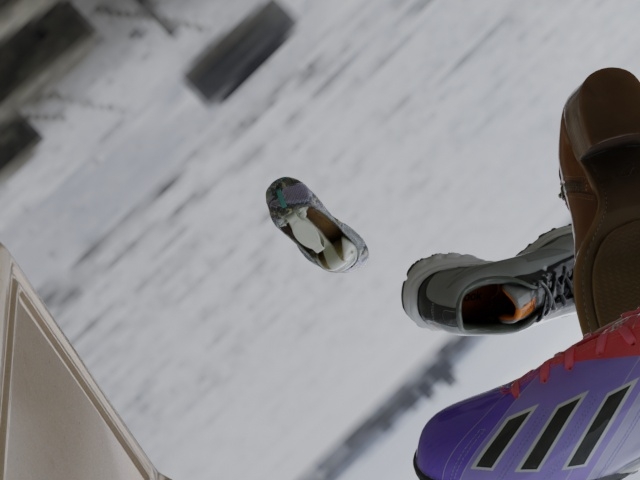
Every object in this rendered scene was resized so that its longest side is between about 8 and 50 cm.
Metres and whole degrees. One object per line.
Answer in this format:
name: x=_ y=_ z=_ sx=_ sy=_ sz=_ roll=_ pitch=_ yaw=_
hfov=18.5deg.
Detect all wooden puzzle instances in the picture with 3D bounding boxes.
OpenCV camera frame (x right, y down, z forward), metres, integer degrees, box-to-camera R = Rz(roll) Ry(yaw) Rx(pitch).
wooden puzzle: x=-0.129 y=0.144 z=0.967 sx=0.044 sy=0.238 sz=0.221 roll=-22 pitch=-139 yaw=14

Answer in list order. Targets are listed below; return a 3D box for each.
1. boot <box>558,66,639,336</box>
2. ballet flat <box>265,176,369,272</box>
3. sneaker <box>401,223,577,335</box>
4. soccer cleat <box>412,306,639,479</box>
boot: x=0.257 y=0.000 z=1.743 sx=0.109 sy=0.283 sz=0.220 roll=-11 pitch=169 yaw=0
ballet flat: x=0.000 y=0.000 z=1.379 sx=0.041 sy=0.041 sz=0.114 roll=-44 pitch=132 yaw=2
sneaker: x=0.226 y=0.053 z=2.060 sx=0.271 sy=0.100 sz=0.108 roll=-12 pitch=-160 yaw=-20
soccer cleat: x=0.200 y=0.081 z=1.209 sx=0.318 sy=0.116 sz=0.108 roll=-13 pitch=-151 yaw=18
